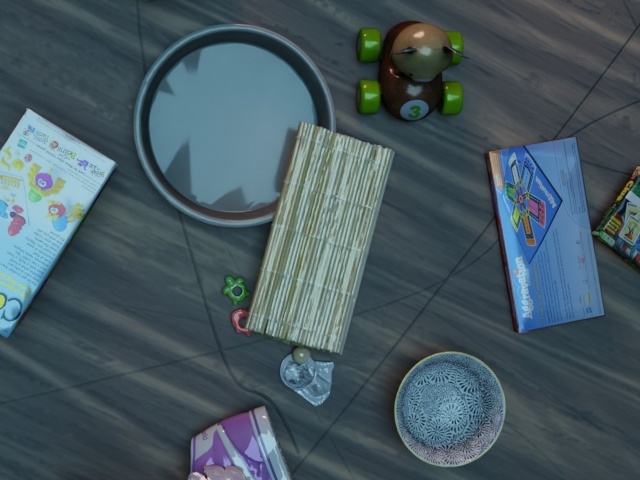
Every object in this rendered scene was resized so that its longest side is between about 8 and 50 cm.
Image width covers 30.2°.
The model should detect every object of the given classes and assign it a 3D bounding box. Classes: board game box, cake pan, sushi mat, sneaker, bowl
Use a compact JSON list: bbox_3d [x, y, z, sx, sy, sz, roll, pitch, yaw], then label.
[{"bbox_3d":[-0.412,-0.024,1.634,0.144,0.142,0.275,33,86,-9],"label":"board game box"},{"bbox_3d":[-0.125,-0.165,1.725,0.293,0.054,0.293,0,91,-10],"label":"cake pan"},{"bbox_3d":[0.556,0.012,1.845,0.259,0.030,0.136,36,83,-14],"label":"board game box"},{"bbox_3d":[0.000,0.000,1.718,0.151,0.019,0.317,15,90,-16],"label":"sushi mat"},{"bbox_3d":[-0.104,0.399,1.725,0.161,0.102,0.282,-21,84,-5],"label":"sneaker"},{"bbox_3d":[0.184,0.247,1.773,0.170,0.080,0.170,0,91,-9],"label":"bowl"},{"bbox_3d":[0.345,-0.009,1.821,0.145,0.027,0.281,-10,93,-11],"label":"board game box"}]

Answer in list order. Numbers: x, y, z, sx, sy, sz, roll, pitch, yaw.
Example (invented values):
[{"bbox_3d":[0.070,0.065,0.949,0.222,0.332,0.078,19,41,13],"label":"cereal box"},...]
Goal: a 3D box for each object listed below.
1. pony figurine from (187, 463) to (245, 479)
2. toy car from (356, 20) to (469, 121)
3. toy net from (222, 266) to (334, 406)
[{"bbox_3d":[-0.223,0.455,1.520,0.302,0.363,0.351,-13,66,2],"label":"pony figurine"},{"bbox_3d":[0.144,-0.250,1.700,0.155,0.188,0.149,0,91,-9],"label":"toy car"},{"bbox_3d":[-0.054,0.144,1.748,0.122,0.045,0.232,-22,95,-9],"label":"toy net"}]
